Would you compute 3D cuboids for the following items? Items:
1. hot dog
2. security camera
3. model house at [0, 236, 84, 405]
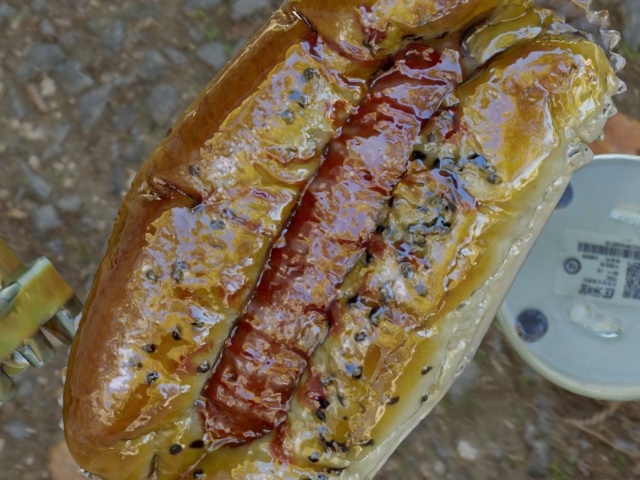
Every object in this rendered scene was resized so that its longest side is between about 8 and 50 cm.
[{"bbox_3d":[0.000,0.000,0.548,0.144,0.075,0.268,33,103,1],"label":"hot dog"},{"bbox_3d":[0.255,0.038,0.897,0.301,0.080,0.157,9,74,11],"label":"security camera"},{"bbox_3d":[-0.271,0.053,0.793,0.224,0.198,0.215,-37,99,25],"label":"model house"}]
